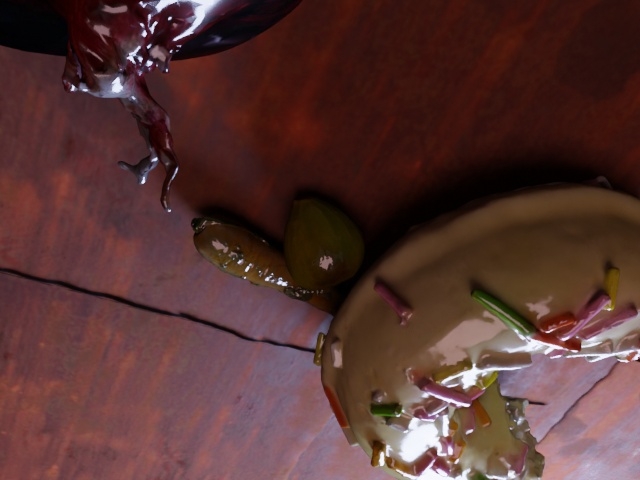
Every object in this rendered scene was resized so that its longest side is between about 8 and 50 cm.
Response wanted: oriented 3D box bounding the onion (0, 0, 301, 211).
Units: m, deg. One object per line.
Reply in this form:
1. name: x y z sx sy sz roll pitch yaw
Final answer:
1. onion: -0.105 -0.167 0.341 0.273 0.284 0.273 -6 170 -1

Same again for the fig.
1. fig: 0.000 0.000 0.611 0.074 0.074 0.087 -18 106 10

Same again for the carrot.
1. carrot: -0.019 0.043 0.665 0.255 0.049 0.049 31 121 -30

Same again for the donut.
1. donut: 0.161 0.108 0.644 0.308 0.150 0.371 13 128 -22
